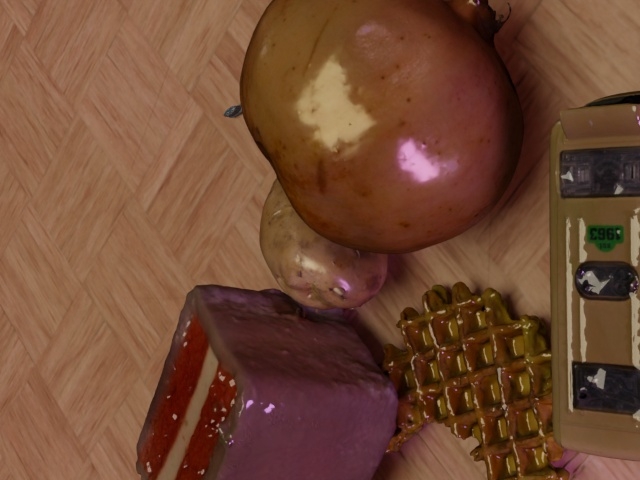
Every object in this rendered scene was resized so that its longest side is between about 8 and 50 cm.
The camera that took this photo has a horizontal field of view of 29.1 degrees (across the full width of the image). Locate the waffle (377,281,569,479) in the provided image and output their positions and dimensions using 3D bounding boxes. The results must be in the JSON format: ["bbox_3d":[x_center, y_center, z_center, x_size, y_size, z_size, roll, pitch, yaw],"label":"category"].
[{"bbox_3d":[0.184,0.184,1.449,0.293,0.069,0.260,31,110,41],"label":"waffle"}]

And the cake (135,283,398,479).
[{"bbox_3d":[-0.076,0.237,1.550,0.237,0.230,0.309,56,134,50],"label":"cake"}]

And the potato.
[{"bbox_3d":[-0.004,0.000,1.552,0.235,0.161,0.128,48,138,33],"label":"potato"}]

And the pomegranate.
[{"bbox_3d":[0.080,-0.161,1.380,0.338,0.338,0.338,2,93,43],"label":"pomegranate"}]

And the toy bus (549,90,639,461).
[{"bbox_3d":[0.329,0.029,1.215,0.177,0.202,0.365,-1,90,44],"label":"toy bus"}]

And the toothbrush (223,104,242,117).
[{"bbox_3d":[-0.067,-0.214,1.697,0.193,0.019,0.013,-29,72,38],"label":"toothbrush"}]
